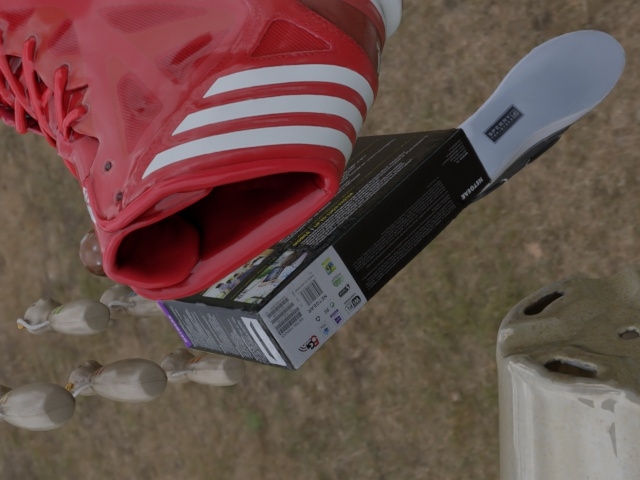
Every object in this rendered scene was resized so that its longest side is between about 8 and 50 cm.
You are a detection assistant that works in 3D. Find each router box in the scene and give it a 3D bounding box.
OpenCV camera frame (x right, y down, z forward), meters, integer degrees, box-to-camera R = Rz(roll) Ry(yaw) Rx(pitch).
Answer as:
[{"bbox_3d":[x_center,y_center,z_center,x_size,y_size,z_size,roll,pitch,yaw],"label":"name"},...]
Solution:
[{"bbox_3d":[0.000,0.000,0.716,0.133,0.179,0.046,3,130,57],"label":"router box"}]

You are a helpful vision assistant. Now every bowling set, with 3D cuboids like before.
[{"bbox_3d":[-0.231,0.086,1.260,0.154,0.287,0.200,-7,88,49],"label":"bowling set"}]

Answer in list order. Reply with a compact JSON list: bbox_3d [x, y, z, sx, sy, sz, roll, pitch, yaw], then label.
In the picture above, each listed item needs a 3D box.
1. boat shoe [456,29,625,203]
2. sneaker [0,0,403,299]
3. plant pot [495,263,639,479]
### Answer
[{"bbox_3d":[0.191,-0.108,1.102,0.080,0.228,0.076,45,172,13],"label":"boat shoe"},{"bbox_3d":[-0.090,-0.052,0.401,0.221,0.128,0.087,1,145,18],"label":"sneaker"},{"bbox_3d":[0.284,0.201,1.017,0.334,0.333,0.305,18,128,51],"label":"plant pot"}]
